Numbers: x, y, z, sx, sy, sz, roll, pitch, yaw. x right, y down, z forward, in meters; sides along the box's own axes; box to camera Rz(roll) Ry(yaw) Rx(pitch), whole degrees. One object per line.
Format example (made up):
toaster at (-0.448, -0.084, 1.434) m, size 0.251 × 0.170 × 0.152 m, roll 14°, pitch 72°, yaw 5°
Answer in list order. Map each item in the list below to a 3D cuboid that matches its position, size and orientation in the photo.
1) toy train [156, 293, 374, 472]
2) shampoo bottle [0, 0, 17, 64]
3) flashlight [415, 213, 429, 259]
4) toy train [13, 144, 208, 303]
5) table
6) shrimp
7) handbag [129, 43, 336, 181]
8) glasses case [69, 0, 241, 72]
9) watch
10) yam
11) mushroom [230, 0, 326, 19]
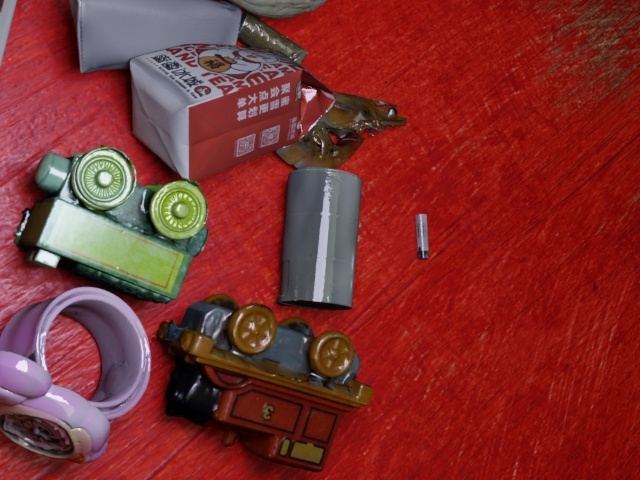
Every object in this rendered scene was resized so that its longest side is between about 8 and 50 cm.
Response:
toy train at (-0.081, 0.223, 1.446) m, size 0.369 × 0.163 × 0.231 m, roll 21°, pitch 82°, yaw -29°
shampoo bottle at (-0.479, -0.354, 1.314) m, size 0.153 × 0.071 × 0.284 m, roll 30°, pitch 71°, yaw -27°
flashlight at (0.189, -0.007, 1.719) m, size 0.018 × 0.018 × 0.083 m, roll 1°, pitch 83°, yaw -32°
toy train at (-0.295, -0.022, 1.342) m, size 0.272 × 0.159 × 0.188 m, roll 26°, pitch 78°, yaw -27°
table at (0.000, 0.000, 1.537) m, size 0.126 × 0.126 × 0.219 m, roll 10°, pitch 78°, yaw -31°
shrimp at (0.034, -0.189, 1.619) m, size 0.287 × 0.063 × 0.152 m, roll 1°, pitch 85°, yaw -29°
handbag at (-0.133, -0.228, 1.435) m, size 0.298 × 0.171 × 0.151 m, roll -26°, pitch 140°, yaw -32°
glasses case at (-0.261, -0.320, 1.433) m, size 0.308 × 0.083 × 0.128 m, roll -7°, pitch 107°, yaw -45°
watch at (-0.369, 0.167, 1.274) m, size 0.248 × 0.211 × 0.217 m, roll 44°, pitch 46°, yaw -29°
yam at (-0.084, -0.333, 1.570) m, size 0.132 × 0.054 × 0.054 m, roll 31°, pitch 69°, yaw -25°
mushroom at (-0.140, -0.479, 1.497) m, size 0.344 × 0.130 × 0.247 m, roll 38°, pitch 22°, yaw -22°
